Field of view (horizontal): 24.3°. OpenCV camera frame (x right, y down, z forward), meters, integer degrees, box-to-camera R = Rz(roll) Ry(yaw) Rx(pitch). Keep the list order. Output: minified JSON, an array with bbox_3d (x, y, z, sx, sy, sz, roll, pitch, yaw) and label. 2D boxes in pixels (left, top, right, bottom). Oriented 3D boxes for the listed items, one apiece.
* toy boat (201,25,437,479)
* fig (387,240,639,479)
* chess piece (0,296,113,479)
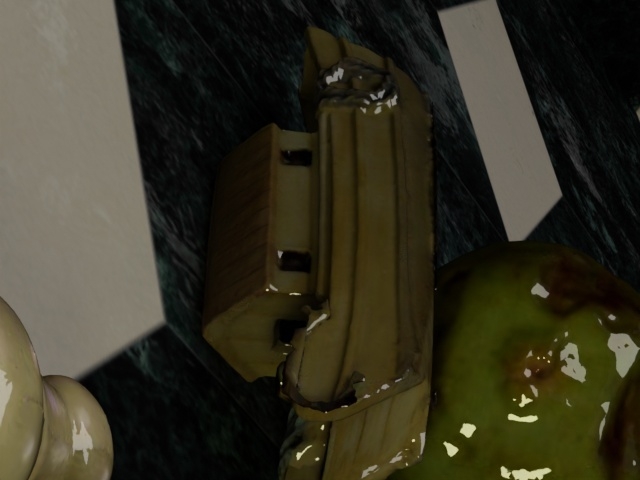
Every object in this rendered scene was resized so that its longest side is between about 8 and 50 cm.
[{"bbox_3d":[0.000,0.000,1.071,0.446,0.162,0.136,-86,-179,-49],"label":"toy boat"},{"bbox_3d":[0.152,0.129,1.146,0.271,0.239,0.239,76,-4,-68],"label":"fig"},{"bbox_3d":[-0.189,0.050,0.618,0.139,0.124,0.307,43,5,34],"label":"chess piece"}]
